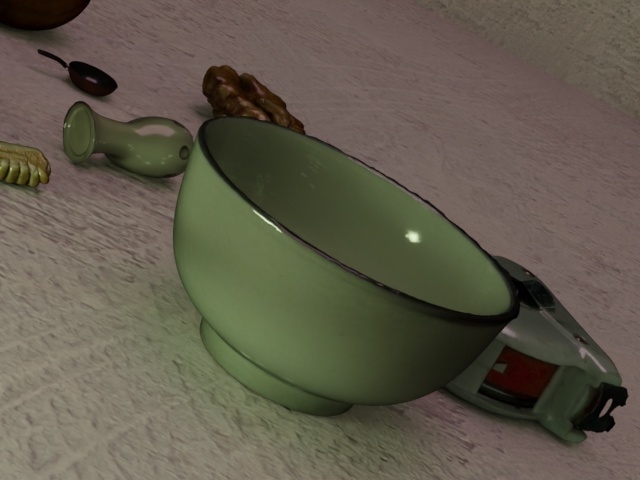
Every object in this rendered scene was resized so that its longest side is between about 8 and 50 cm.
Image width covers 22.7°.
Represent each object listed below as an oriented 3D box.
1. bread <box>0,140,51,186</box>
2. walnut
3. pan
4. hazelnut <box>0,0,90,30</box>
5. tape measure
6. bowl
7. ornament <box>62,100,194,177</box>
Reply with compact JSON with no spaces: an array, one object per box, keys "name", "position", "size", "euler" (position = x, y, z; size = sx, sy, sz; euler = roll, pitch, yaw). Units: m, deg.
[{"name":"bread","position":[-0.321,-0.078,1.652],"size":[0.088,0.034,0.049],"euler":[8,42,-40]},{"name":"walnut","position":[-0.098,-0.179,2.210],"size":[0.143,0.069,0.170],"euler":[17,23,-37]},{"name":"pan","position":[-0.315,-0.214,2.041],"size":[0.115,0.023,0.068],"euler":[23,20,-29]},{"name":"hazelnut","position":[-0.409,-0.392,2.122],"size":[0.251,0.217,0.217],"euler":[49,11,-20]},{"name":"tape measure","position":[0.202,0.100,1.823],"size":[0.246,0.125,0.243],"euler":[20,20,-30]},{"name":"bowl","position":[-0.001,0.047,1.554],"size":[0.354,0.185,0.354],"euler":[27,18,-10]},{"name":"ornament","position":[-0.218,-0.112,1.847],"size":[0.156,0.081,0.075],"euler":[8,62,-43]}]
